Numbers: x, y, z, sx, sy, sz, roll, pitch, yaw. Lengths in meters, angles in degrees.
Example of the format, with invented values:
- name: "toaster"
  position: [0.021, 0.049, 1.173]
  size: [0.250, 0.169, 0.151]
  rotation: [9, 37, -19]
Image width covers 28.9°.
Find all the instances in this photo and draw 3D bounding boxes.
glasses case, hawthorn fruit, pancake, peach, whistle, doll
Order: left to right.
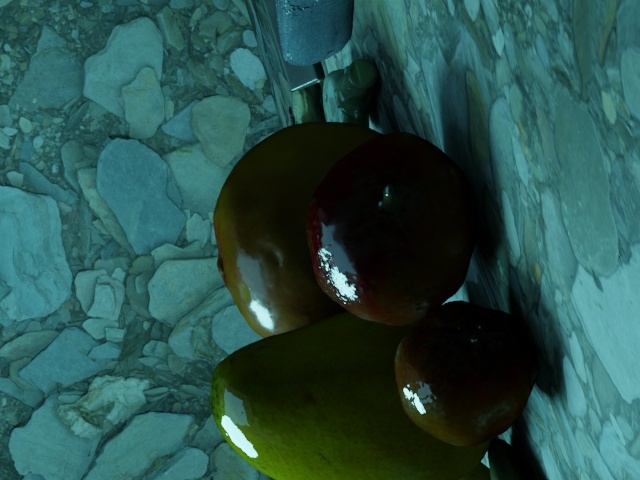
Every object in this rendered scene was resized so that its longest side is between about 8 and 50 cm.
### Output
- name: "glasses case"
  position: [-0.052, -0.385, 2.378]
  size: [0.042, 0.072, 0.190]
  rotation: [-24, -83, -68]
- name: "doll"
  position: [-0.029, -0.205, 2.468]
  size: [0.175, 0.149, 0.278]
  rotation: [38, -151, -30]
- name: "glasses case"
  position: [-0.008, -0.331, 1.823]
  size: [0.282, 0.109, 0.067]
  rotation: [89, 160, -76]
- name: "peach"
  position: [0.000, 0.000, 1.769]
  size: [0.343, 0.302, 0.342]
  rotation: [161, 90, -85]
- name: "whistle"
  position: [0.049, -0.215, 1.889]
  size: [0.258, 0.067, 0.126]
  rotation: [116, 142, -77]
- name: "hawthorn fruit"
  position: [0.084, -0.015, 1.397]
  size: [0.249, 0.215, 0.215]
  rotation: [97, 155, -74]
- name: "hawthorn fruit"
  position: [0.163, 0.160, 1.376]
  size: [0.194, 0.157, 0.157]
  rotation: [72, 177, -51]
- name: "pancake"
  position: [0.268, 0.371, 1.597]
  size: [0.242, 0.050, 0.241]
  rotation: [-17, -90, -83]

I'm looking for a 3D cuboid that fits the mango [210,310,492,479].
- name: "mango"
  position: [0.046, 0.210, 1.597]
  size: [0.221, 0.378, 0.263]
  rotation: [-82, -12, -59]

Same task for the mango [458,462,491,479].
- name: "mango"
  position: [0.202, 0.420, 1.741]
  size: [0.119, 0.176, 0.316]
  rotation: [88, 157, -74]
